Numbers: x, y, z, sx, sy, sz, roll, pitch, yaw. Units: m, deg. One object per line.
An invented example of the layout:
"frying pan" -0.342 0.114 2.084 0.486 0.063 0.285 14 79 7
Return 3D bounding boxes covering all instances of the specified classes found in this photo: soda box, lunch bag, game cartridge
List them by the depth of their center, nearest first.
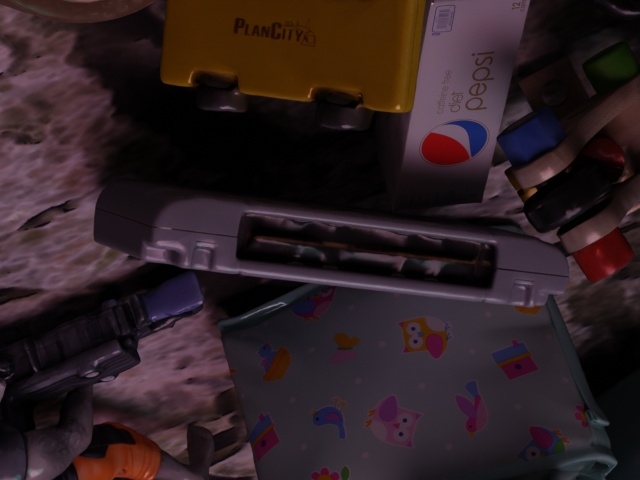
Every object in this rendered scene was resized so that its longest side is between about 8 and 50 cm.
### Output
"soda box" 0.085 -0.115 1.352 0.069 0.074 0.216 -5 143 -11
"game cartridge" 0.000 0.000 1.394 0.297 0.198 0.062 7 97 -21
"lunch bag" 0.078 0.127 1.544 0.262 0.223 0.160 -22 149 7

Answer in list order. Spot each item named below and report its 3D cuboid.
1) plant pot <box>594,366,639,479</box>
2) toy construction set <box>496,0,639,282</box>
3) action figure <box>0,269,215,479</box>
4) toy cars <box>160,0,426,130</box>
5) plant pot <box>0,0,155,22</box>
"plant pot" 0.346 0.222 1.723 0.293 0.293 0.235 24 115 -40
"toy construction set" 0.265 -0.065 1.347 0.309 0.237 0.257 34 90 -3
"action figure" -0.200 0.171 1.558 0.341 0.179 0.330 -27 151 18
"toy cars" 0.066 -0.184 1.195 0.393 0.176 0.087 -38 162 29
"plant pot" -0.139 -0.202 1.134 0.237 0.110 0.237 -8 143 -6
